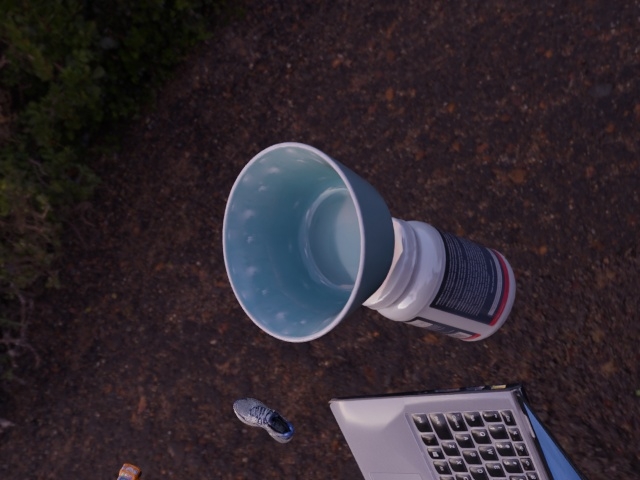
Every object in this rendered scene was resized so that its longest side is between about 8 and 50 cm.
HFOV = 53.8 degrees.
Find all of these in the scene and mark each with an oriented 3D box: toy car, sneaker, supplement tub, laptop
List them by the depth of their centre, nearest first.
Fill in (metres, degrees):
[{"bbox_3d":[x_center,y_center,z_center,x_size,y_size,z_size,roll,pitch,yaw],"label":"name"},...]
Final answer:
[{"bbox_3d":[0.192,0.375,0.659,0.408,0.236,0.381,-14,106,36],"label":"laptop"},{"bbox_3d":[-0.295,0.430,1.060,0.122,0.040,0.060,31,113,10],"label":"toy car"},{"bbox_3d":[0.212,0.074,1.193,0.191,0.272,0.191,-38,43,45],"label":"supplement tub"},{"bbox_3d":[-0.107,0.347,1.243,0.135,0.058,0.052,29,61,-1],"label":"sneaker"}]

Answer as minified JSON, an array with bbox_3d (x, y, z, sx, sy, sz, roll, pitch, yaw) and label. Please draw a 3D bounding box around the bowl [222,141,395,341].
[{"bbox_3d":[0.000,0.000,1.035,0.312,0.163,0.311,3,95,43],"label":"bowl"}]
